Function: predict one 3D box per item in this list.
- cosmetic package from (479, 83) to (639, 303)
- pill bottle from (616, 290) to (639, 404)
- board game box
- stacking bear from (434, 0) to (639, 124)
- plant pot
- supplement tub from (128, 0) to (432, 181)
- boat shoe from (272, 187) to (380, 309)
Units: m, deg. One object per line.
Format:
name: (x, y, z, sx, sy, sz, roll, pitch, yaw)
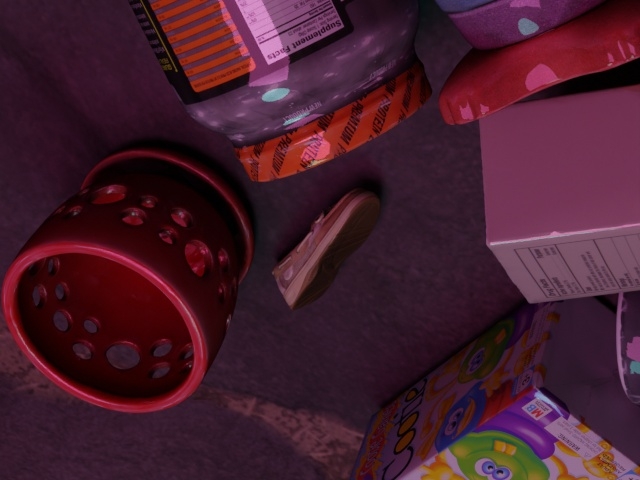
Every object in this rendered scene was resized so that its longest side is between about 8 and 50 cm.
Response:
cosmetic package: (0.282, -0.042, 1.291, 0.309, 0.113, 0.160, -6, 161, 16)
pill bottle: (0.365, 0.070, 1.408, 0.246, 0.130, 0.130, 1, 126, 23)
board game box: (0.161, 0.179, 1.566, 0.142, 0.144, 0.275, 37, 132, -13)
stacking bear: (0.116, -0.255, 1.249, 0.175, 0.164, 0.289, -20, 105, 27)
plant pot: (-0.157, 0.029, 1.575, 0.191, 0.174, 0.191, 12, 129, 15)
supplement tub: (-0.053, -0.214, 1.295, 0.194, 0.193, 0.316, -17, 105, 33)
boat shoe: (0.001, 0.000, 1.568, 0.048, 0.056, 0.153, 54, 141, 20)
